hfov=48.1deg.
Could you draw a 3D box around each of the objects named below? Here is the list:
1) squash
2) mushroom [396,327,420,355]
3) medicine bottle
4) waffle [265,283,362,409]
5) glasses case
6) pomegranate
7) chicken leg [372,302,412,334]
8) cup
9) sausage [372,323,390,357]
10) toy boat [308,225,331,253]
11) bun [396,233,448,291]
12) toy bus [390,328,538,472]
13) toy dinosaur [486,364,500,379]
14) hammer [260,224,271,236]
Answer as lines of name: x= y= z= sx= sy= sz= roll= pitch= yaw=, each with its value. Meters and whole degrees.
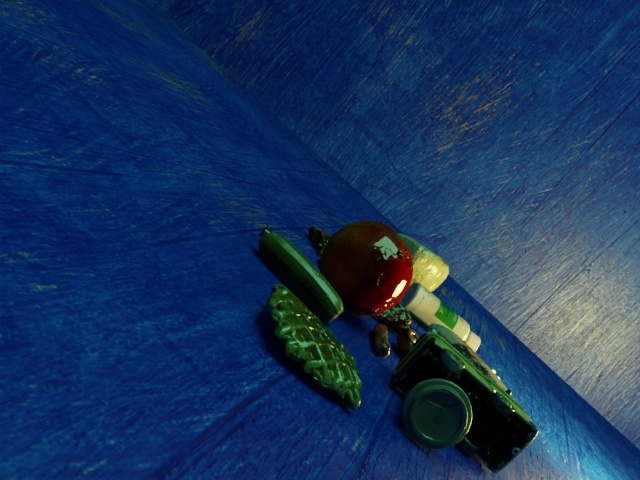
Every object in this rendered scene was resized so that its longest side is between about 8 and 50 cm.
squash: x=-0.041 y=0.069 z=1.433 sx=0.229 sy=0.066 sz=0.066 roll=47 pitch=12 yaw=17
mushroom: x=0.221 y=0.257 z=1.638 sx=0.123 sy=0.052 sz=0.123 roll=46 pitch=14 yaw=-15
medicine bottle: x=0.349 y=0.233 z=2.078 sx=0.260 sy=0.095 sz=0.095 roll=41 pitch=11 yaw=-12
waffle: x=-0.010 y=0.169 z=1.167 sx=0.214 sy=0.054 sz=0.208 roll=45 pitch=6 yaw=-15
glasses case: x=0.386 y=0.335 z=1.846 sx=0.125 sy=0.076 sz=0.327 roll=27 pitch=18 yaw=-46
pomegranate: x=0.090 y=0.057 z=1.580 sx=0.235 sy=0.210 sz=0.210 roll=18 pitch=-6 yaw=39
chicken leg: x=0.182 y=0.199 z=1.746 sx=0.205 sy=0.053 sz=0.093 roll=37 pitch=32 yaw=16
cup: x=0.199 y=0.295 z=1.271 sx=0.120 sy=0.120 sz=0.141 roll=41 pitch=1 yaw=-1
sausage: x=0.131 y=0.212 z=1.551 sx=0.036 sy=0.042 sz=0.158 roll=4 pitch=9 yaw=3
toy boat: x=0.000 y=0.000 z=1.898 sx=0.049 sy=0.047 sz=0.149 roll=23 pitch=14 yaw=-19
bun: x=0.308 y=0.089 z=2.363 sx=0.243 sy=0.153 sz=0.244 roll=30 pitch=-6 yaw=3
toy bus: x=0.281 y=0.308 z=1.424 sx=0.276 sy=0.134 sz=0.165 roll=41 pitch=11 yaw=-3
toy dinosaur: x=0.446 y=0.367 z=2.014 sx=0.132 sy=0.059 sz=0.096 roll=45 pitch=-1 yaw=-33
hammer: x=-0.120 y=-0.020 z=1.642 sx=0.035 sy=0.019 sz=0.110 roll=39 pitch=6 yaw=-13
